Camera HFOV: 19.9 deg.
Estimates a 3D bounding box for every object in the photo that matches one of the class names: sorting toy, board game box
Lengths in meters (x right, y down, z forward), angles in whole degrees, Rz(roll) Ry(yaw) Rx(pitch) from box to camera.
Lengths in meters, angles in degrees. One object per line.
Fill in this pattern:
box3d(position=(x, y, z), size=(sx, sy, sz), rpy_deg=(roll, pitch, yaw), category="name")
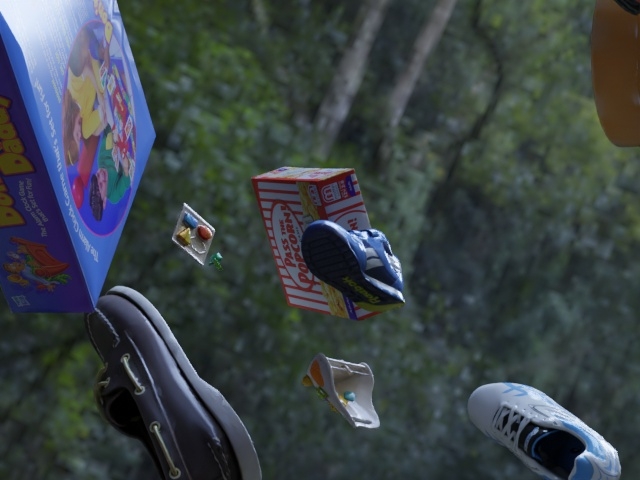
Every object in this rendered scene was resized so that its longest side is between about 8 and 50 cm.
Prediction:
box3d(position=(-0.142, 0.000, 2.187), size=(0.012, 0.062, 0.083), rpy_deg=(-20, -48, 36), category="sorting toy")
box3d(position=(-0.234, -0.144, 1.496), size=(0.078, 0.233, 0.347), rpy_deg=(-1, -48, 13), category="board game box")
box3d(position=(0.026, 0.155, 1.803), size=(0.083, 0.045, 0.075), rpy_deg=(18, 32, -55), category="sorting toy")
box3d(position=(0.000, 0.000, 1.869), size=(0.193, 0.045, 0.146), rpy_deg=(6, -66, 68), category="board game box")

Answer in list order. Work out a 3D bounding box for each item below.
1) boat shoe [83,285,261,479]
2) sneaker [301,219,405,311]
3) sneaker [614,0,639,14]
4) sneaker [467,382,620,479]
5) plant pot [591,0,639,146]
box3d(position=(-0.178, 0.162, 1.902), size=(0.324, 0.097, 0.116), rpy_deg=(47, -27, 42), category="boat shoe")
box3d(position=(0.029, 0.013, 1.677), size=(0.053, 0.059, 0.144), rpy_deg=(-10, -33, 29), category="sneaker")
box3d(position=(0.259, -0.262, 1.413), size=(0.116, 0.136, 0.314), rpy_deg=(44, 3, -4), category="sneaker")
box3d(position=(0.252, 0.225, 2.154), size=(0.086, 0.085, 0.237), rpy_deg=(23, 4, -42), category="sneaker")
box3d(position=(0.422, -0.208, 2.040), size=(0.188, 0.205, 0.205), rpy_deg=(0, -30, 26), category="plant pot")
